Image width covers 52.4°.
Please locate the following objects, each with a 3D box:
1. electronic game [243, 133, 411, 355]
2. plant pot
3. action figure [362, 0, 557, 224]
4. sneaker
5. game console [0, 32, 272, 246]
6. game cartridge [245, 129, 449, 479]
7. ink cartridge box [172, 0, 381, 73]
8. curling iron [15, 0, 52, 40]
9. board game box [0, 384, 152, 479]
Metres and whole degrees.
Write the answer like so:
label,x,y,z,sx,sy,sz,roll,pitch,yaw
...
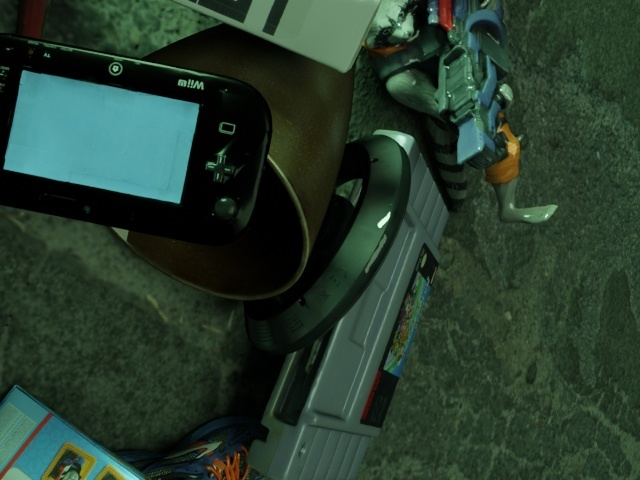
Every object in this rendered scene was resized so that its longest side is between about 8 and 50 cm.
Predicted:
label,x,y,z,sx,sy,sz,roll,pitch,yaw
electronic game,0.000,0.000,0.605,0.048,0.229,0.229,33,74,-23
plant pot,-0.062,-0.104,0.575,0.215,0.215,0.230,58,43,-29
action figure,0.147,-0.148,0.749,0.330,0.178,0.341,46,39,-28
sneaker,-0.120,0.233,0.623,0.221,0.087,0.083,-10,102,-39
game console,-0.208,-0.092,0.399,0.361,0.044,0.213,11,98,-1
game cartridge,0.053,0.087,0.718,0.230,0.068,0.355,39,69,-58
ink cartridge box,-0.130,-0.224,0.443,0.333,0.165,0.065,15,119,-21
curling iron,-0.233,-0.212,0.506,0.068,0.035,0.274,18,84,-40
board game box,-0.201,0.228,0.479,0.160,0.211,0.039,-56,155,-20
